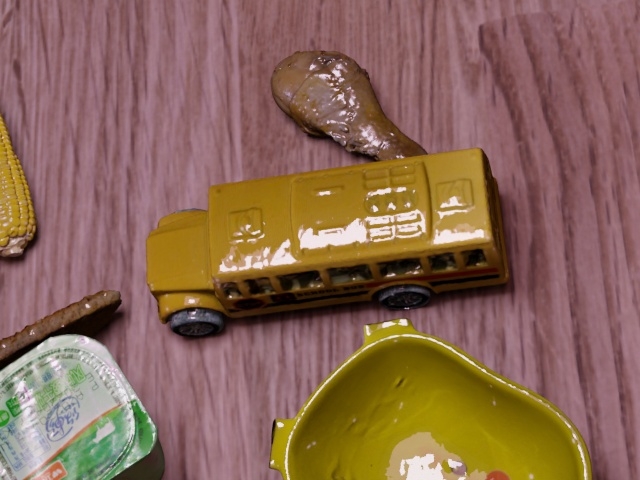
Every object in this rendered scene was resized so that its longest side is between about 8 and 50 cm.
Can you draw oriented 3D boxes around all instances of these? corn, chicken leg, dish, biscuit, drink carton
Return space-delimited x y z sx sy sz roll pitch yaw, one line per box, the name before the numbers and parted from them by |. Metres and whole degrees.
corn | -0.340 -0.078 1.452 0.067 0.067 0.206 -22 76 2
chicken leg | 0.035 -0.120 1.404 0.198 0.069 0.085 42 82 17
dish | 0.098 0.208 1.227 0.262 0.108 0.221 40 80 22
biscuit | -0.290 0.122 1.329 0.026 0.131 0.237 48 41 10
drink carton | -0.216 0.181 1.287 0.146 0.142 0.144 -35 67 -3

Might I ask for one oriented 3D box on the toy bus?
toy bus | 0.000 0.000 1.327 0.336 0.123 0.121 -8 67 8
